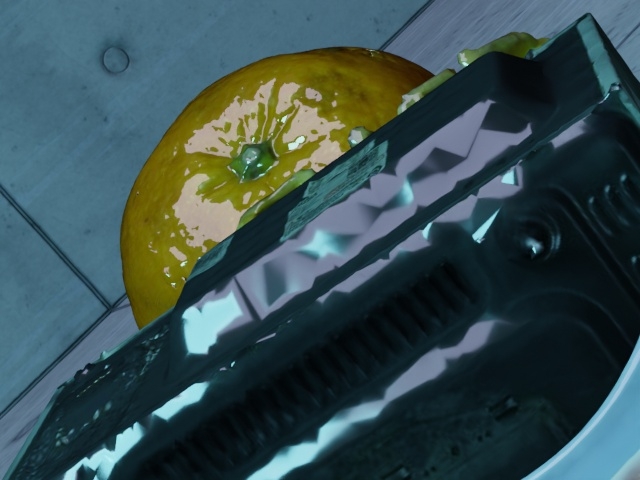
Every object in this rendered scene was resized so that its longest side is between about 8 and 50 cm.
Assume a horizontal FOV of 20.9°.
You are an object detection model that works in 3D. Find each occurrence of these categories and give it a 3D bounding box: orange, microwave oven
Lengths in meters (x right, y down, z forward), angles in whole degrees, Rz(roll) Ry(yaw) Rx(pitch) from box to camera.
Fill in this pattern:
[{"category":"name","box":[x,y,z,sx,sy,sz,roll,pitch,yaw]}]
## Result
[{"category":"orange","box":[0.000,0.000,1.216,0.284,0.226,0.283,-15,48,17]},{"category":"microwave oven","box":[0.048,0.089,0.690,0.295,0.237,0.181,-35,11,14]}]

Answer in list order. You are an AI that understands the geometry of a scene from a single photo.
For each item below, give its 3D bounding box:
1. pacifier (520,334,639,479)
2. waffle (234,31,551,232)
[{"category":"pacifier","box":[0.141,0.125,0.451,0.279,0.227,0.207,-45,-23,-3]},{"category":"waffle","box":[0.076,0.001,1.014,0.283,0.065,0.309,5,58,19]}]
